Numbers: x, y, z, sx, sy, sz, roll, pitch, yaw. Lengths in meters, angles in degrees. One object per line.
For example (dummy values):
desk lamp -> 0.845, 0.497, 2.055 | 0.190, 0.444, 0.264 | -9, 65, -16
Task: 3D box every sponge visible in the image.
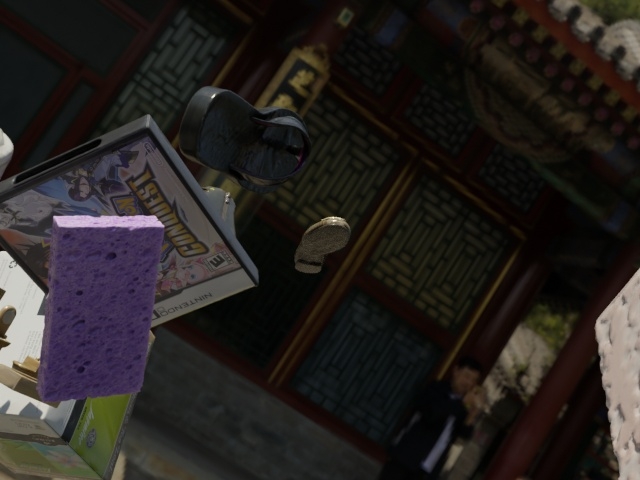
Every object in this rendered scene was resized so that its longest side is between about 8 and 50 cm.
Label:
sponge -> -0.241, 0.075, 1.034 | 0.117, 0.210, 0.031 | -2, 24, -34

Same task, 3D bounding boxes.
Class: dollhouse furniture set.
dollhouse furniture set -> -0.474, 0.162, 1.493 | 0.151, 0.123, 0.144 | 22, -13, 29

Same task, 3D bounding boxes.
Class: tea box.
tea box -> -0.498, 0.242, 1.786 | 0.220, 0.329, 0.323 | 3, -34, 15

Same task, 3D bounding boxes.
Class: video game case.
video game case -> -0.248, 0.002, 1.177 | 0.035, 0.248, 0.275 | -96, 159, -50

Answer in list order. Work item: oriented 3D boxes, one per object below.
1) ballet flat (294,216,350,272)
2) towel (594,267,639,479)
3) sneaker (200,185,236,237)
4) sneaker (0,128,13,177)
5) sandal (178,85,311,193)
ballet flat -> 0.000, 0.000, 1.836 | 0.084, 0.058, 0.250 | 12, -23, -9
towel -> 0.360, 0.098, 0.842 | 0.053, 0.332, 0.317 | 18, -49, -9
sneaker -> -0.213, -0.051, 1.411 | 0.083, 0.118, 0.222 | -27, -46, 27
sneaker -> -0.397, -0.012, 1.022 | 0.129, 0.111, 0.297 | 49, -53, 0
sandal -> -0.102, -0.160, 1.682 | 0.107, 0.167, 0.446 | 20, 7, 20
